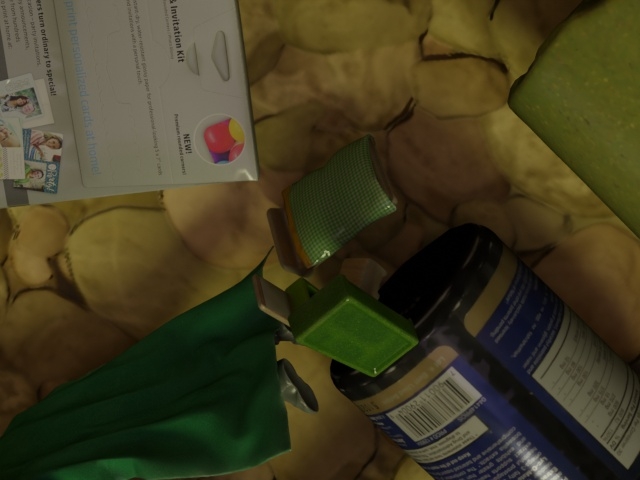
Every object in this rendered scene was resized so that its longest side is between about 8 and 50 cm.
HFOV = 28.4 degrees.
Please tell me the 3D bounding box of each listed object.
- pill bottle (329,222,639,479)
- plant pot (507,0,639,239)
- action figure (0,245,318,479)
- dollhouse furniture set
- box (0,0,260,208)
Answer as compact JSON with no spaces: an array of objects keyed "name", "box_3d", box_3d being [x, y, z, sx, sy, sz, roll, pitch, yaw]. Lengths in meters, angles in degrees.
[{"name":"pill bottle","box_3d":[0.121,0.105,0.706,0.219,0.123,0.123,44,98,-9]},{"name":"plant pot","box_3d":[0.243,-0.064,0.620,0.254,0.276,0.276,38,99,3]},{"name":"action figure","box_3d":[-0.111,0.107,0.717,0.232,0.137,0.063,-25,130,20]},{"name":"dollhouse furniture set","box_3d":[0.000,0.000,0.664,0.076,0.152,0.058,-39,132,22]},{"name":"box","box_3d":[-0.135,-0.095,0.704,0.186,0.038,0.145,-7,102,2]}]
